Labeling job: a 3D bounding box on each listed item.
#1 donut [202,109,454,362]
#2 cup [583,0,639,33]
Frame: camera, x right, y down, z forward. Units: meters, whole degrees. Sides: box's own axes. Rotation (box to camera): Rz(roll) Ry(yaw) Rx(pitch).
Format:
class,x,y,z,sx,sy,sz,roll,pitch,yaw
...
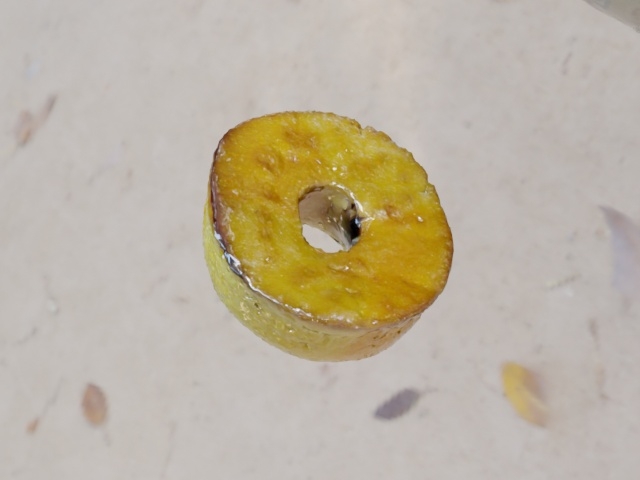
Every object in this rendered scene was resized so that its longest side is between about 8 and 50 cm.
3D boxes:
class,x,y,z,sx,sy,sz,roll,pitch,yaw
donut,0.000,0.000,0.821,0.058,0.151,0.152,115,155,-44
cup,0.247,-0.238,0.874,0.227,0.257,0.301,-55,1,-24
